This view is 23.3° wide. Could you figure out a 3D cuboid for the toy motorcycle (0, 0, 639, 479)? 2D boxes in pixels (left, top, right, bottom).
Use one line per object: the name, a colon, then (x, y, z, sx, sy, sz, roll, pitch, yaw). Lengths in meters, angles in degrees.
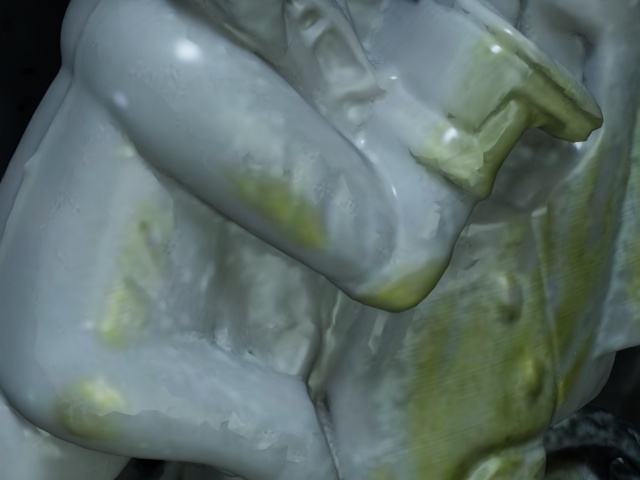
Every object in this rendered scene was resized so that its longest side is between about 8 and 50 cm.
toy motorcycle: (0.000, 0.000, 0.403, 0.223, 0.108, 0.340, -15, 121, -19)
